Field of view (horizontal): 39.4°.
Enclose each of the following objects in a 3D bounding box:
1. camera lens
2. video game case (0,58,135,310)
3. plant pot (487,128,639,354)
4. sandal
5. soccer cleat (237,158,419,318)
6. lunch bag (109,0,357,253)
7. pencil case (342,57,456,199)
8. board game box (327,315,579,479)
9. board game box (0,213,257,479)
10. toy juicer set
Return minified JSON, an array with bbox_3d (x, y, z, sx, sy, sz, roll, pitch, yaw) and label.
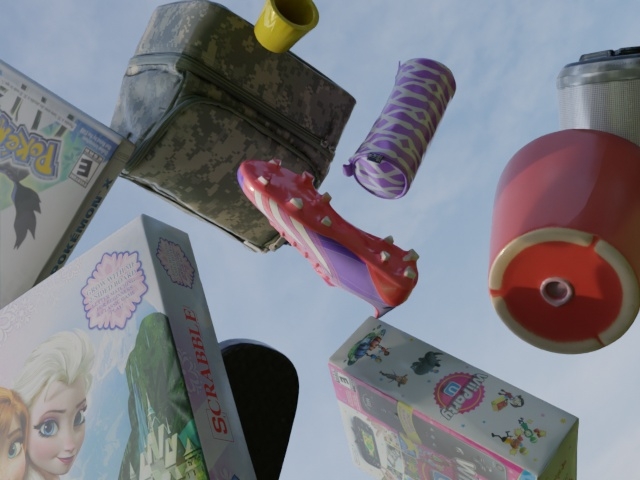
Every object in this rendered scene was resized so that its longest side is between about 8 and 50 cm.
[{"bbox_3d":[0.488,-0.160,1.401,0.219,0.219,0.275,-10,-82,-36],"label":"camera lens"},{"bbox_3d":[-0.425,-0.067,1.092,0.300,0.329,0.036,-59,-20,1],"label":"video game case"},{"bbox_3d":[0.352,0.013,1.250,0.243,0.274,0.275,-52,-20,-53],"label":"plant pot"},{"bbox_3d":[-0.140,0.335,1.074,0.167,0.107,0.446,22,-96,-22],"label":"sandal"},{"bbox_3d":[0.000,0.000,1.032,0.248,0.083,0.095,33,-57,-7],"label":"soccer cleat"},{"bbox_3d":[-0.130,-0.147,1.236,0.305,0.212,0.256,30,-98,-37],"label":"lunch bag"},{"bbox_3d":[0.105,-0.145,1.144,0.206,0.088,0.086,-60,-28,-33],"label":"pencil case"},{"bbox_3d":[0.166,0.254,1.119,0.097,0.303,0.224,-43,-42,-30],"label":"board game box"},{"bbox_3d":[-0.208,0.191,0.721,0.318,0.318,0.066,-32,-31,18],"label":"board game box"},{"bbox_3d":[-0.136,-0.383,1.081,0.328,0.209,0.089,27,-39,-18],"label":"toy juicer set"}]
